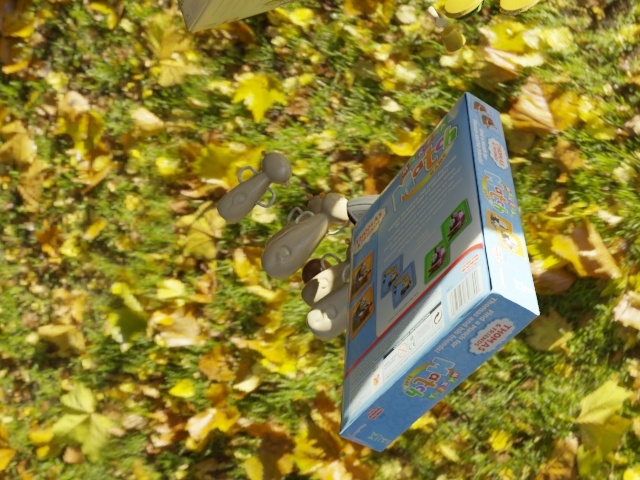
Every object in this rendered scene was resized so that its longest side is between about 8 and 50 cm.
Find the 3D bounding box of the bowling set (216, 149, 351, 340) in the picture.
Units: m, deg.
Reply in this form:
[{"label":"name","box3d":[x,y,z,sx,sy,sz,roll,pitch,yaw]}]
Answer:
[{"label":"bowling set","box3d":[0.000,0.000,1.206,0.154,0.200,0.287,-41,78,9]}]

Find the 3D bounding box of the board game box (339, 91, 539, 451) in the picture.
[{"label":"board game box","box3d":[0.073,0.015,0.564,0.039,0.212,0.160,26,128,-17]}]

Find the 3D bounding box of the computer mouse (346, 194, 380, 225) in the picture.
[{"label":"computer mouse","box3d":[0.165,0.009,1.081,0.262,0.184,0.060,43,116,20]}]

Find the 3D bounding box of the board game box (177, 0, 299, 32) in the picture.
[{"label":"board game box","box3d":[-0.008,-0.256,0.679,0.192,0.305,0.053,-22,97,-16]}]

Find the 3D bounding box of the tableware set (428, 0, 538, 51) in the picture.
[{"label":"tableware set","box3d":[0.189,-0.250,0.833,0.154,0.024,0.104,-32,41,16]}]
